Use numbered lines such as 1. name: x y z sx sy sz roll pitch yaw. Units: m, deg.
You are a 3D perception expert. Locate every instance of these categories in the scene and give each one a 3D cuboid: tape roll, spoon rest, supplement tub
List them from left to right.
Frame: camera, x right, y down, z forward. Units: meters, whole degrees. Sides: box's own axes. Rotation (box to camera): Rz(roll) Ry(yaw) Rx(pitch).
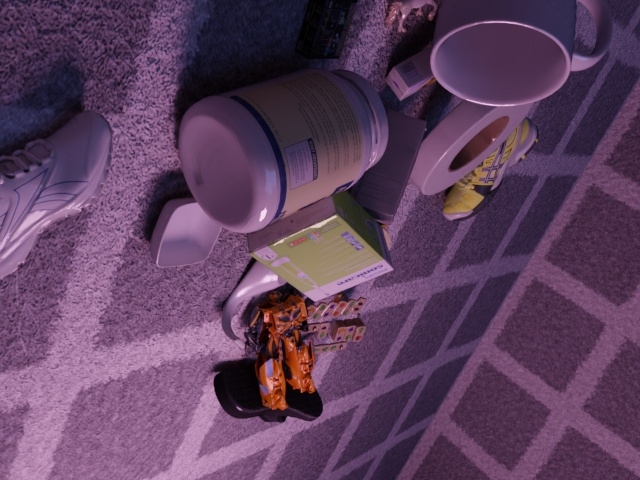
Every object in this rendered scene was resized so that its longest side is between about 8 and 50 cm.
1. spoon rest: -0.144 0.108 1.618 0.276 0.084 0.137 -59 155 -17
2. supplement tub: -0.058 -0.171 1.244 0.325 0.235 0.235 -27 142 -38
3. tape roll: 0.396 -0.273 1.853 0.392 0.072 0.392 -36 165 -11

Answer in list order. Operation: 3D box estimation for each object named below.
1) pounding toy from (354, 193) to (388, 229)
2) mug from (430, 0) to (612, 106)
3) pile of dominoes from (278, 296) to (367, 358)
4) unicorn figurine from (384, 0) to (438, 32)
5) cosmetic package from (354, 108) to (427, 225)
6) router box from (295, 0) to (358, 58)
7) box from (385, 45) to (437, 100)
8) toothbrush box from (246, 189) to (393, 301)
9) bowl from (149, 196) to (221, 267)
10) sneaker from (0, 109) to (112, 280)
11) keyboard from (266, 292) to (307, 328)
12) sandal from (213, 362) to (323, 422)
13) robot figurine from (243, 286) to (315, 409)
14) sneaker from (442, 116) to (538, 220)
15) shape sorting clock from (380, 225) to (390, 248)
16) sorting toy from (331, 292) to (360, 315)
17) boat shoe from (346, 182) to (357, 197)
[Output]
1. pounding toy: 0.081 -0.006 1.782 0.181 0.094 0.206 -16 134 -48
2. mug: 0.434 -0.479 1.466 0.276 0.374 0.327 124 -20 -67
3. pile of dominoes: 0.009 0.252 1.938 0.251 0.040 0.195 -4 128 -30
4. unicorn figurine: 0.202 -0.499 1.442 0.162 0.060 0.111 -44 155 -21
5. cosmetic package: 0.159 -0.165 1.614 0.127 0.107 0.237 73 34 -78
6. router box: 0.012 -0.398 1.298 0.092 0.038 0.122 -16 135 -47
7. box: 0.294 -0.421 1.595 0.324 0.067 0.063 -32 175 -19
8. toothbrush box: 0.000 0.000 1.504 0.206 0.122 0.283 -25 144 19
9. bowl: -0.254 -0.024 1.314 0.142 0.053 0.142 -8 129 -53
10. sneaker: -0.412 -0.073 0.979 0.297 0.111 0.129 -49 146 -8
11. keyboard: -0.052 0.140 1.840 0.256 0.014 0.072 -38 153 -25
12. sandal: -0.149 0.417 1.897 0.107 0.167 0.446 -35 150 21
13. robot figurine: -0.090 0.262 1.752 0.211 0.085 0.290 -22 115 -42
14. sneaker: 0.481 -0.232 2.109 0.147 0.145 0.384 35 92 -36
15. shape sorting clock: 0.069 0.019 1.696 0.206 0.040 0.206 -6 145 -4
16. sorting toy: 0.080 0.192 2.022 0.044 0.075 0.083 -55 152 5
17. boat shoe: 0.033 -0.145 1.588 0.099 0.116 0.319 8 138 -7
